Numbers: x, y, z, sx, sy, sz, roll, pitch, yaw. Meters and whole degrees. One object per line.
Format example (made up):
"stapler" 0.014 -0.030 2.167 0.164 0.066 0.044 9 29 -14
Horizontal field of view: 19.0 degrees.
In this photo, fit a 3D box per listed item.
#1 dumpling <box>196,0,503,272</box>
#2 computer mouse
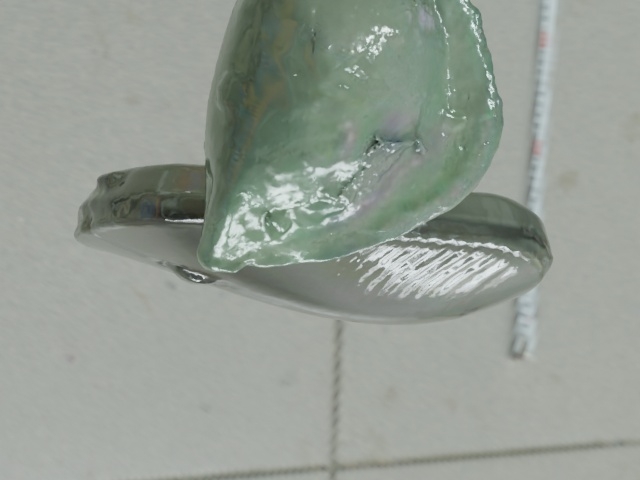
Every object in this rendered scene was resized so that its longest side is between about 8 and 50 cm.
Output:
"dumpling" 0.008 -0.071 1.014 0.105 0.149 0.217 4 110 -63
"computer mouse" -0.001 0.007 1.292 0.330 0.197 0.095 5 81 -24
